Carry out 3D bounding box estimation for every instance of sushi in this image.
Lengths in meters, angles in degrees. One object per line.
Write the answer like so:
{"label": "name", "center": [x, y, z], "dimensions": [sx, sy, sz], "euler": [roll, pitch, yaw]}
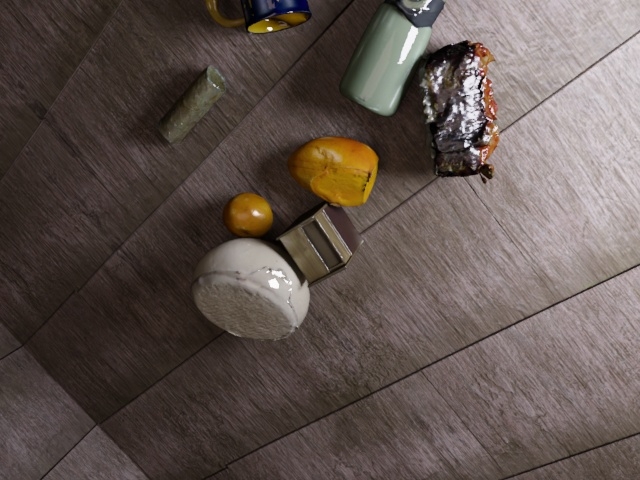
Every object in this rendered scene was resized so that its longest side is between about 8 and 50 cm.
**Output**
{"label": "sushi", "center": [0.341, -0.302, 1.084], "dimensions": [0.181, 0.196, 0.344], "euler": [-5, 109, 27]}

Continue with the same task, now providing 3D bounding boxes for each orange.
{"label": "orange", "center": [-0.226, -0.080, 1.384], "dimensions": [0.158, 0.136, 0.159], "euler": [5, 153, 2]}

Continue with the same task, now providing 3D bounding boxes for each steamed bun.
{"label": "steamed bun", "center": [-0.210, 0.138, 1.396], "dimensions": [0.374, 0.241, 0.375], "euler": [8, 137, 8]}

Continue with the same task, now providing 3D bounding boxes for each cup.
{"label": "cup", "center": [-0.174, -0.664, 1.097], "dimensions": [0.254, 0.178, 0.257], "euler": [-16, 105, -5]}

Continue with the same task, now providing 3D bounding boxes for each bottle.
{"label": "bottle", "center": [0.183, -0.490, 1.077], "dimensions": [0.168, 0.168, 0.347], "euler": [28, 114, 5]}

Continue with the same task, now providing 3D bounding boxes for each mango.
{"label": "mango", "center": [0.030, -0.209, 1.253], "dimensions": [0.256, 0.138, 0.187], "euler": [23, 125, 11]}

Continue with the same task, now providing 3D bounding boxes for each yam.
{"label": "yam", "center": [-0.385, -0.406, 1.333], "dimensions": [0.259, 0.093, 0.093], "euler": [-37, 96, 26]}

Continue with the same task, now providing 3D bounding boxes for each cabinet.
{"label": "cabinet", "center": [0.000, 0.000, 1.297], "dimensions": [0.148, 0.215, 0.175], "euler": [-30, 99, 25]}
